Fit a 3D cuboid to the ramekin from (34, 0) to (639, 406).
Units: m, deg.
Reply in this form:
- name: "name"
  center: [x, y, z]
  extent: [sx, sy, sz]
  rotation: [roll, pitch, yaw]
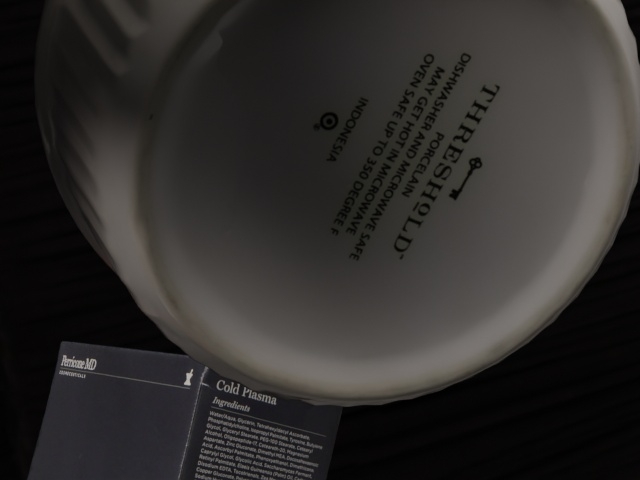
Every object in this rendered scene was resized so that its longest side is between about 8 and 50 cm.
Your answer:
- name: "ramekin"
  center: [0.014, -0.052, 0.595]
  extent: [0.127, 0.272, 0.273]
  rotation: [-119, 21, -62]

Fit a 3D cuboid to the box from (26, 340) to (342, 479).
- name: "box"
  center: [-0.169, 0.284, 1.451]
  extent: [0.343, 0.179, 0.313]
  rotation: [0, 75, 55]
